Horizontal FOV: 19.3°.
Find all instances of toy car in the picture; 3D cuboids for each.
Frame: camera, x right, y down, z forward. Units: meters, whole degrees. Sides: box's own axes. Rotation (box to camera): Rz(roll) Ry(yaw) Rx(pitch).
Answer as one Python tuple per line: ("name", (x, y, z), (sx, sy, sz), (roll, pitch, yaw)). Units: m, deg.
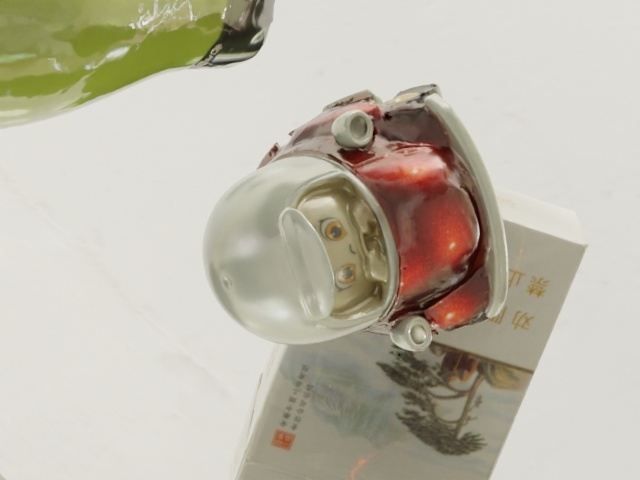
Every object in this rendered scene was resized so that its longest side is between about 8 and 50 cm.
("toy car", (0.000, 0.000, 0.821), (0.112, 0.139, 0.112), (-24, -78, -35))

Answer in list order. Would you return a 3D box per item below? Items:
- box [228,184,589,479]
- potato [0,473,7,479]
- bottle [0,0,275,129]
("box", (0.049, 0.073, 1.136), (0.150, 0.067, 0.233), (19, -71, -5))
("potato", (-0.337, 0.184, 1.147), (0.359, 0.269, 0.219), (16, -59, -43))
("bottle", (-0.132, -0.095, 0.690), (0.260, 0.112, 0.112), (-6, -83, -38))
